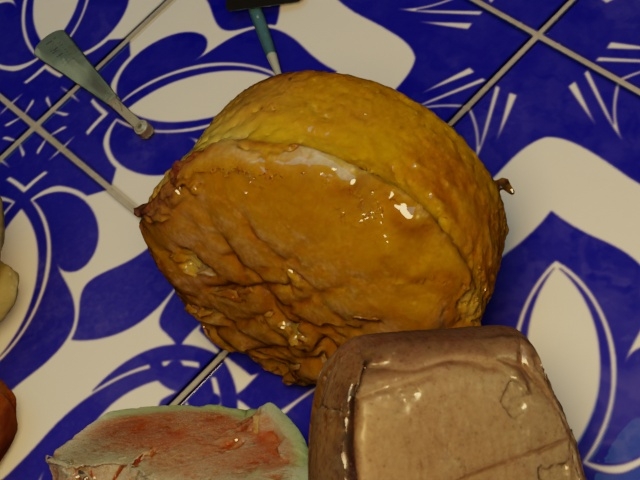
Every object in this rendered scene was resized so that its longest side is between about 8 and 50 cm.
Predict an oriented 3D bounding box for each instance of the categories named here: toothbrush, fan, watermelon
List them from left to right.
[{"bbox_3d":[-0.317,-0.214,1.941,0.057,0.023,0.282,-40,53,-9],"label":"fan"},{"bbox_3d":[-0.126,0.268,1.459,0.305,0.180,0.224,1,69,27],"label":"watermelon"},{"bbox_3d":[-0.070,-0.262,1.881,0.019,0.025,0.276,-20,52,1],"label":"toothbrush"}]

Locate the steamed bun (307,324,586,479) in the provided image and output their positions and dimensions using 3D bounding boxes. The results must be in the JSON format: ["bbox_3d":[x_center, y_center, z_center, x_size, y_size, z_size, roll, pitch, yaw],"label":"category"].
[{"bbox_3d":[0.107,0.232,1.343,0.251,0.199,0.301,-9,87,-16],"label":"steamed bun"}]

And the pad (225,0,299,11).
[{"bbox_3d":[-0.077,-0.382,1.954,0.112,0.003,0.157,-6,52,8],"label":"pad"}]

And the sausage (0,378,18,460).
[{"bbox_3d":[-0.480,0.244,1.626,0.268,0.141,0.153,-36,40,-5],"label":"sausage"}]

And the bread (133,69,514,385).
[{"bbox_3d":[0.000,0.000,1.487,0.398,0.398,0.215,12,52,27],"label":"bread"}]

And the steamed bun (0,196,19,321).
[{"bbox_3d":[-0.545,0.046,1.727,0.372,0.230,0.325,-41,46,-9],"label":"steamed bun"}]
